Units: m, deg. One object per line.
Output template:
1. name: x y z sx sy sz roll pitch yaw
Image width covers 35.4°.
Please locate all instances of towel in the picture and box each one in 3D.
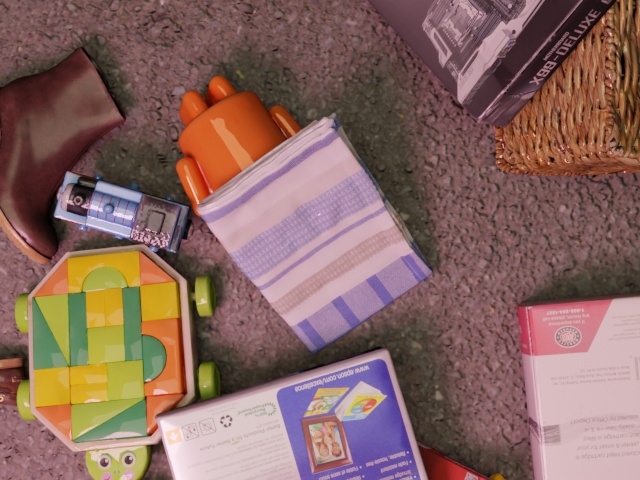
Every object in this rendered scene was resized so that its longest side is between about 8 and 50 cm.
1. towel: 0.000 0.000 1.279 0.209 0.034 0.285 -34 120 3

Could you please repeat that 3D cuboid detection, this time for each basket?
1. basket: 0.372 -0.236 1.300 0.214 0.223 0.299 0 88 -29

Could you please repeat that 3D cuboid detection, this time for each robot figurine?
1. robot figurine: -0.102 -0.105 1.315 0.128 0.158 0.219 -37 86 32

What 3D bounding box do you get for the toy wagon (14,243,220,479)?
1. toy wagon: -0.269 0.180 1.330 0.267 0.068 0.344 -6 77 4

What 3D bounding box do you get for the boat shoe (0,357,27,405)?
1. boat shoe: -0.505 0.203 1.364 0.207 0.073 0.073 -4 86 4

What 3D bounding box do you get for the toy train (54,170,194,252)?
1. toy train: -0.253 -0.037 1.295 0.184 0.105 0.080 17 89 -6

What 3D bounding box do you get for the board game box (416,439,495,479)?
1. board game box: 0.122 0.416 1.302 0.145 0.027 0.281 21 90 37

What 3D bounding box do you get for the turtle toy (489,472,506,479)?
1. turtle toy: 0.225 0.374 1.309 0.130 0.066 0.095 -41 86 3

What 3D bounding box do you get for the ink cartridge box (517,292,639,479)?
1. ink cartridge box: 0.369 0.212 1.277 0.207 0.117 0.282 -5 88 4

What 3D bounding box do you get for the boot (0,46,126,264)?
1. boot: -0.355 -0.115 1.351 0.207 0.090 0.248 -27 83 5

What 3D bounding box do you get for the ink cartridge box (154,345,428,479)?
1. ink cartridge box: -0.018 0.322 1.256 0.304 0.072 0.307 -16 90 -5

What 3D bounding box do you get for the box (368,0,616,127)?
1. box: 0.194 -0.330 1.225 0.242 0.077 0.307 -50 61 27
